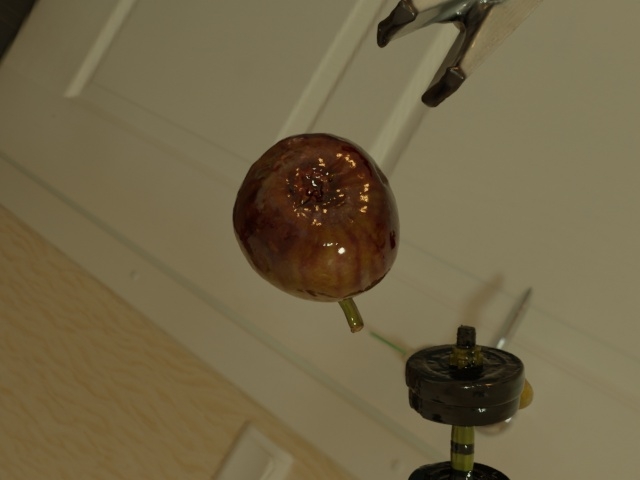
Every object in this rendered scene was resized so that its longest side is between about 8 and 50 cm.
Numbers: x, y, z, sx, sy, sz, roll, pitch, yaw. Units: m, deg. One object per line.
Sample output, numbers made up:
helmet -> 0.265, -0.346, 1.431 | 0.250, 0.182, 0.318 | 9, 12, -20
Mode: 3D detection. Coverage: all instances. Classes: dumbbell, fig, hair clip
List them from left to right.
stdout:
fig -> -0.003, -0.007, 0.974 | 0.175, 0.175, 0.207 | -48, 165, -14
dumbbell -> 0.222, 0.320, 1.487 | 0.185, 0.185, 0.388 | -13, 109, -41
hair clip -> 0.191, -0.270, 1.011 | 0.331, 0.101, 0.085 | -43, 179, -31

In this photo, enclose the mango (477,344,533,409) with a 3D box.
mango -> 0.298, 0.244, 1.662 | 0.089, 0.165, 0.115 | -57, 171, -16
